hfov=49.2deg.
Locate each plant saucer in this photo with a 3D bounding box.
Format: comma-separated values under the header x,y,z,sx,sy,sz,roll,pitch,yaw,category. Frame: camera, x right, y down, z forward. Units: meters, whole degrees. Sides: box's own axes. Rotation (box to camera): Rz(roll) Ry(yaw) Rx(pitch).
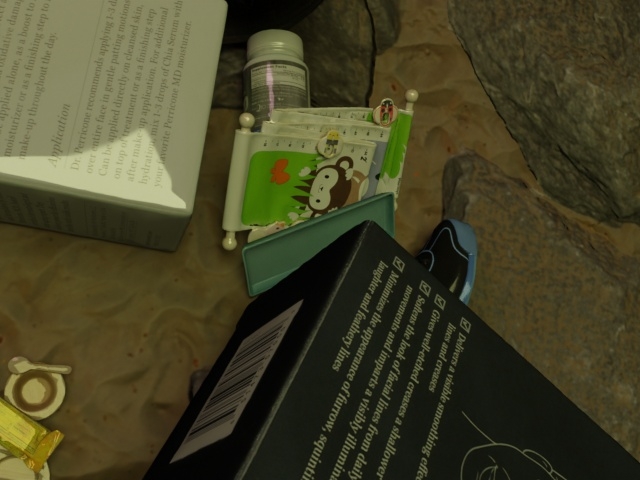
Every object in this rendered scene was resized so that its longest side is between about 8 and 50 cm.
x,y,z,sx,sy,sz,roll,pitch,yaw,category
0.000,0.000,0.784,0.192,0.067,0.018,-21,39,-21,plant saucer

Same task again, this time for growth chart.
x,y,z,sx,sy,sz,roll,pitch,yaw,category
0.001,-0.074,0.770,0.237,0.021,0.171,-12,119,-28,growth chart

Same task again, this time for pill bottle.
x,y,z,sx,sy,sz,roll,pitch,yaw,category
-0.050,-0.163,0.794,0.078,0.078,0.137,2,76,-17,pill bottle

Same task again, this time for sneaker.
x,y,z,sx,sy,sz,roll,pitch,yaw,category
0.104,0.071,0.782,0.091,0.081,0.232,24,71,-17,sneaker

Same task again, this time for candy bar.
x,y,z,sx,sy,sz,roll,pitch,yaw,category
-0.314,0.151,0.643,0.161,0.018,0.040,37,65,-4,candy bar

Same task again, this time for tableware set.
x,y,z,sx,sy,sz,roll,pitch,yaw,category
-0.317,0.173,0.657,0.141,0.020,0.168,13,73,-14,tableware set

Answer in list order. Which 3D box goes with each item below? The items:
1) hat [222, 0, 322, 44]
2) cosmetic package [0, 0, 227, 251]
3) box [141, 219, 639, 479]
x,y,z,sx,sy,sz,roll,pitch,yaw,category
-0.039,-0.341,0.716,0.331,0.331,0.134,-38,46,-22,hat
-0.335,-0.149,0.656,0.454,0.161,0.230,12,73,-15,cosmetic package
0.074,0.237,0.588,0.395,0.212,0.293,42,44,-11,box
